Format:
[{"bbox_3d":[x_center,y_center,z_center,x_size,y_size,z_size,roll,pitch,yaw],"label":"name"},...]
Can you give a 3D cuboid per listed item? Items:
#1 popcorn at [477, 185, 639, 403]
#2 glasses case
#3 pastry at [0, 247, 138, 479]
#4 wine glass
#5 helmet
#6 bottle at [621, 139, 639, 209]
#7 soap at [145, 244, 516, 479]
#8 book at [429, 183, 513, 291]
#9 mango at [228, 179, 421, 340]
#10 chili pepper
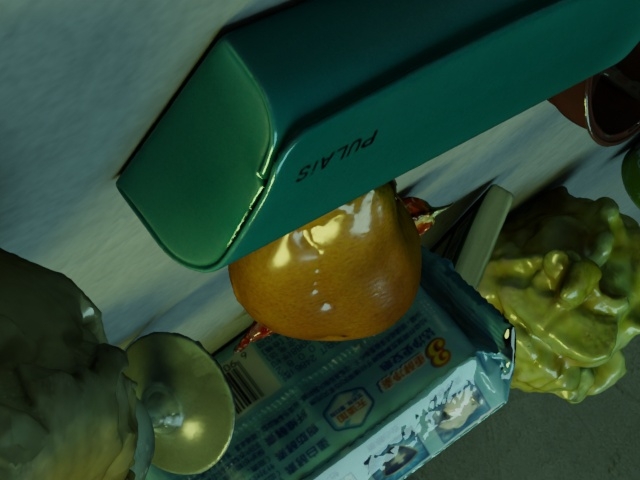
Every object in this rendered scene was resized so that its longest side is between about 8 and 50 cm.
[{"bbox_3d":[0.209,0.048,1.669,0.187,0.167,0.185,-48,161,30],"label":"popcorn"},{"bbox_3d":[0.053,-0.081,0.866,0.301,0.070,0.117,-26,165,-40],"label":"glasses case"},{"bbox_3d":[-0.201,0.117,0.682,0.330,0.136,0.329,-41,173,-6],"label":"pastry"},{"bbox_3d":[-0.136,0.116,1.034,0.093,0.093,0.202,-43,168,30],"label":"wine glass"},{"bbox_3d":[0.166,-0.108,1.131,0.111,0.057,0.089,-34,128,-40],"label":"helmet"},{"bbox_3d":[0.397,-0.133,1.696,0.093,0.093,0.330,-28,167,-40],"label":"bottle"},{"bbox_3d":[-0.010,0.121,1.310,0.293,0.156,0.077,-35,137,-3],"label":"soap"},{"bbox_3d":[0.059,0.092,1.508,0.264,0.027,0.202,-51,-168,54],"label":"book"},{"bbox_3d":[-0.001,-0.003,1.002,0.105,0.084,0.159,-21,148,-2],"label":"mango"},{"bbox_3d":[0.011,0.019,1.272,0.178,0.027,0.045,-37,166,0],"label":"chili pepper"}]
